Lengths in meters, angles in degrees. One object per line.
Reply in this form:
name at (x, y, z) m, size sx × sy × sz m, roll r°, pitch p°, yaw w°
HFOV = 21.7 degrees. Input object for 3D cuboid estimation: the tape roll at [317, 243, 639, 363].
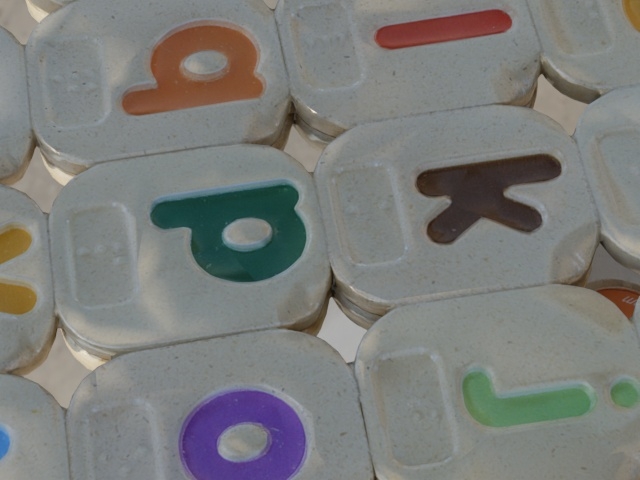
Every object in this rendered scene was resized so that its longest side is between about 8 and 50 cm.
tape roll at (0.087, 0.079, 0.521) m, size 0.072 × 0.219 × 0.219 m, roll -34°, pitch 43°, yaw 36°

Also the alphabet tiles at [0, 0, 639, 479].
alphabet tiles at (0.000, 0.000, 0.432) m, size 0.021 × 0.278 × 0.284 m, roll 88°, pitch 171°, yaw -57°
